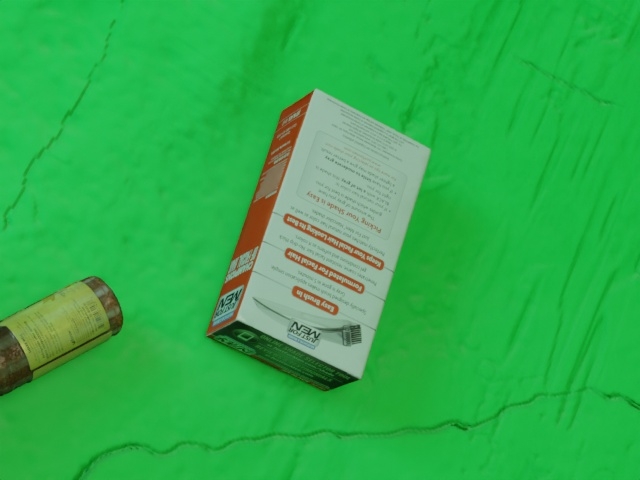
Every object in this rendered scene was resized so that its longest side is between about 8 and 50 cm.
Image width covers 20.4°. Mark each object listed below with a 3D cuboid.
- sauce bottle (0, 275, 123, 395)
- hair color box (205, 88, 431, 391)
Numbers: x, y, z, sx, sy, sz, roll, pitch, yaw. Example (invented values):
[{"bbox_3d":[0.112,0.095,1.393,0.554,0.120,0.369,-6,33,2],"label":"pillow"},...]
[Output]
[{"bbox_3d":[-0.176,0.063,1.035,0.128,0.042,0.042,-27,89,-31],"label":"sauce bottle"},{"bbox_3d":[0.000,0.000,1.134,0.093,0.053,0.167,27,64,-19],"label":"hair color box"}]
